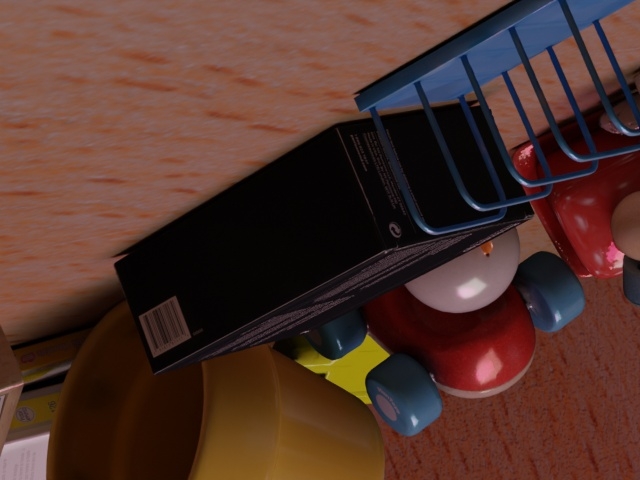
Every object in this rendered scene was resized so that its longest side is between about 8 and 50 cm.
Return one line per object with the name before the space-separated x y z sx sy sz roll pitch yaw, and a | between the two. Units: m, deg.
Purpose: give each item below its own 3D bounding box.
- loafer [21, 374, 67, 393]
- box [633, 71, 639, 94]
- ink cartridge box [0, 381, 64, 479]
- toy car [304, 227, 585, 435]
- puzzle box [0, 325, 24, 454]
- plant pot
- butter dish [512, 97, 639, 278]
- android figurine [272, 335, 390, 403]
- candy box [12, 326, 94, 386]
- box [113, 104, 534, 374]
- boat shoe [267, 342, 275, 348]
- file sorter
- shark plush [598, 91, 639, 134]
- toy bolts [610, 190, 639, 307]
loafer | -0.350 0.213 1.950 0.366 0.134 0.130 -32 145 3
box | 0.367 -0.138 1.540 0.170 0.091 0.130 -20 173 -17
ink cartridge box | -0.317 0.266 1.867 0.307 0.072 0.303 -10 141 -22
toy car | 0.108 0.012 1.711 0.219 0.210 0.238 -33 147 -20
puzzle box | -0.342 0.185 1.188 0.272 0.052 0.409 -19 161 -23
plant pot | -0.081 0.194 1.693 0.239 0.254 0.254 18 148 -35
butter dish | 0.275 -0.029 1.701 0.160 0.160 0.118 -24 -153 15
android figurine | 0.086 0.083 1.994 0.273 0.056 0.248 -3 132 -33
candy box | -0.291 0.122 1.734 0.206 0.027 0.105 -16 173 -39
box | 0.000 0.000 1.428 0.261 0.103 0.184 -29 167 40
boat shoe | 0.032 0.080 2.100 0.277 0.098 0.096 -18 -173 -10
file sorter | 0.135 -0.086 1.204 0.170 0.104 0.118 -28 171 37
shark plush | 0.320 -0.142 1.655 0.161 0.073 0.067 -41 -163 -14
toy bolts | 0.347 -0.025 1.599 0.228 0.158 0.218 -32 -150 2
